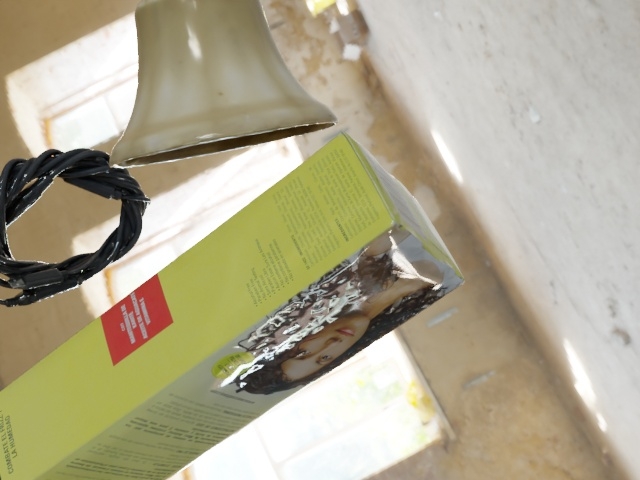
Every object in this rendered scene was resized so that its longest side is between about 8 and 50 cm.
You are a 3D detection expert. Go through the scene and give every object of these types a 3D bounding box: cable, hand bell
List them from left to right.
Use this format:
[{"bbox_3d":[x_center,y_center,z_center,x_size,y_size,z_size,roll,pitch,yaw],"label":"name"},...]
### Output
[{"bbox_3d":[-0.249,-0.022,0.815,0.047,0.184,0.150,27,127,40],"label":"cable"},{"bbox_3d":[-0.076,-0.168,0.442,0.126,0.126,0.242,-142,40,-83],"label":"hand bell"}]

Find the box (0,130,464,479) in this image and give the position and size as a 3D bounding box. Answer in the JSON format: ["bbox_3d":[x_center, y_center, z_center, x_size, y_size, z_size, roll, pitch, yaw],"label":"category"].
[{"bbox_3d":[-0.052,0.051,0.397,0.087,0.232,0.058,33,-154,-54],"label":"box"}]
